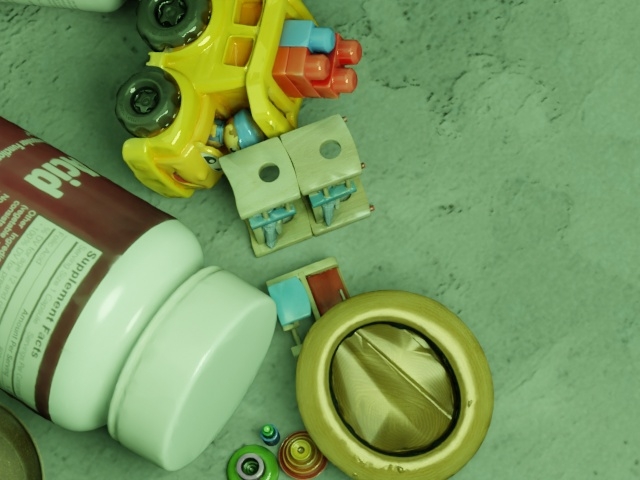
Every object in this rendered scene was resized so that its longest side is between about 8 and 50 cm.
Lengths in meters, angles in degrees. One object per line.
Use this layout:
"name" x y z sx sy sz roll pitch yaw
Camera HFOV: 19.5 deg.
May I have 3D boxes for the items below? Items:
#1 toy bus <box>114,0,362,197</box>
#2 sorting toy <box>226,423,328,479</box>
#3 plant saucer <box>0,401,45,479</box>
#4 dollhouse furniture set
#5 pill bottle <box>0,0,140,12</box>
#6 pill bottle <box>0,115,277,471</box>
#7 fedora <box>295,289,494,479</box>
"toy bus" -0.072 -0.150 1.829 0.211 0.149 0.220 7 74 21
"sorting toy" -0.044 0.205 1.783 0.102 0.042 0.061 -17 71 1
"plant saucer" -0.360 0.244 1.807 0.198 0.036 0.199 -2 72 5
"dollhouse furniture set" 0.000 0.000 1.799 0.129 0.129 0.184 -21 70 -2
"pill bottle" -0.250 -0.303 1.924 0.229 0.131 0.131 7 73 8
"pill bottle" -0.253 0.039 1.764 0.392 0.224 0.224 30 77 14
"fedora" 0.068 0.141 1.765 0.194 0.079 0.194 0 87 -3
